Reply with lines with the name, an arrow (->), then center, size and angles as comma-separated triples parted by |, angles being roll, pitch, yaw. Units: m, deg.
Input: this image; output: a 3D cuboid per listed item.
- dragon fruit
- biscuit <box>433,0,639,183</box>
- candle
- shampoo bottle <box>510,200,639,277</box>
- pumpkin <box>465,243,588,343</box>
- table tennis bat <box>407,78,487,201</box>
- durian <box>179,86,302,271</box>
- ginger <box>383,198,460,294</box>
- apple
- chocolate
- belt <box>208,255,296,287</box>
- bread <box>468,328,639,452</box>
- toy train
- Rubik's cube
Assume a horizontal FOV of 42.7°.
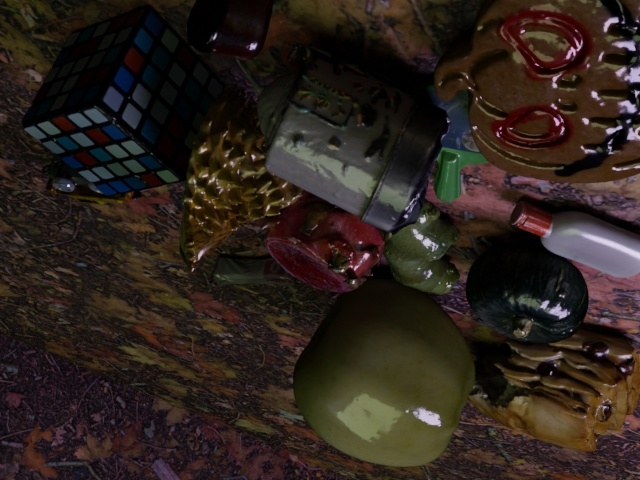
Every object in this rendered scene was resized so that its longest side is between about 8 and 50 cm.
dragon fruit -> 0.000, 0.000, 1.359 | 0.282, 0.147, 0.211 | 7, 136, 58
biscuit -> 0.291, -0.188, 0.978 | 0.313, 0.063, 0.367 | 5, 148, 11
candle -> 0.008, -0.153, 1.094 | 0.330, 0.187, 0.187 | 27, 152, 1
shampoo bottle -> 0.406, -0.005, 1.285 | 0.220, 0.051, 0.108 | 21, 155, -8
pumpkin -> 0.351, 0.095, 1.391 | 0.211, 0.152, 0.211 | 18, 168, 4
table tennis bat -> 0.191, -0.139, 1.181 | 0.160, 0.039, 0.257 | 13, 150, 12
durian -> -0.129, -0.120, 1.184 | 0.185, 0.305, 0.196 | 4, 123, 19
ginger -> 0.173, 0.013, 1.418 | 0.137, 0.089, 0.290 | -12, 143, 2
apple -> 0.126, 0.259, 1.608 | 0.357, 0.357, 0.357 | 13, 152, 7
chocolate -> -0.104, -0.284, 1.022 | 0.080, 0.125, 0.148 | 20, -170, -25
belt -> -0.147, 0.065, 1.730 | 0.232, 0.053, 0.071 | -4, 154, 35
bread -> 0.457, 0.308, 1.687 | 0.369, 0.192, 0.314 | 4, 151, 26
toy train -> -0.411, -0.115, 1.514 | 0.219, 0.089, 0.127 | 6, 161, 20
Rubik's cube -> -0.281, -0.194, 1.183 | 0.184, 0.187, 0.182 | -7, 143, 35
